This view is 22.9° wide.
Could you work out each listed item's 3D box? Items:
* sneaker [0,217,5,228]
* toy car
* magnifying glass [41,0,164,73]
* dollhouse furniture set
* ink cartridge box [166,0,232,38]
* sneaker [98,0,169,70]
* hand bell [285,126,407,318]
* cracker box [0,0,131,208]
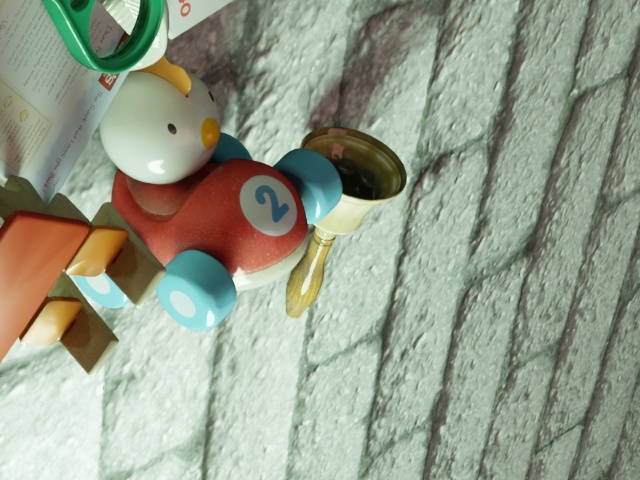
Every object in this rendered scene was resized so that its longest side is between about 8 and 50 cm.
[{"bbox_3d":[-0.290,-0.032,1.325,0.297,0.129,0.111,-45,153,-32],"label":"sneaker"},{"bbox_3d":[-0.125,-0.080,1.478,0.219,0.210,0.238,-46,135,-38],"label":"toy car"},{"bbox_3d":[-0.186,-0.183,1.155,0.231,0.026,0.092,18,95,-65],"label":"magnifying glass"},{"bbox_3d":[-0.266,0.081,1.183,0.262,0.135,0.259,9,122,-55],"label":"dollhouse furniture set"},{"bbox_3d":[-0.096,-0.298,1.416,0.203,0.086,0.148,-36,142,-30],"label":"ink cartridge box"},{"bbox_3d":[-0.196,-0.265,1.288,0.350,0.131,0.148,84,5,-67],"label":"sneaker"},{"bbox_3d":[0.000,0.000,1.821,0.126,0.126,0.242,-24,148,-43],"label":"hand bell"},{"bbox_3d":[-0.243,-0.140,1.181,0.156,0.067,0.232,-62,152,-10],"label":"cracker box"}]
